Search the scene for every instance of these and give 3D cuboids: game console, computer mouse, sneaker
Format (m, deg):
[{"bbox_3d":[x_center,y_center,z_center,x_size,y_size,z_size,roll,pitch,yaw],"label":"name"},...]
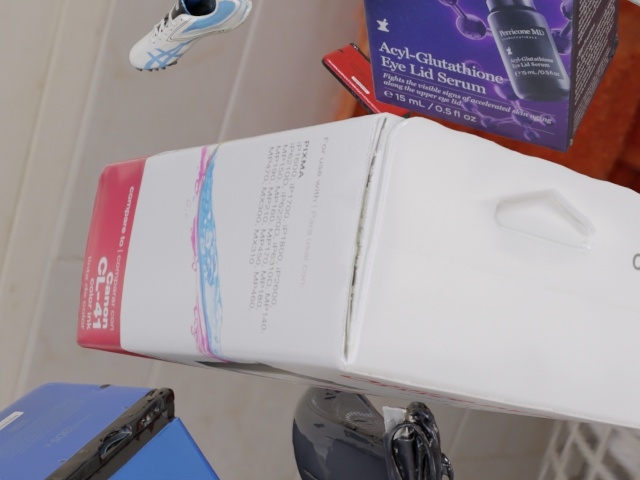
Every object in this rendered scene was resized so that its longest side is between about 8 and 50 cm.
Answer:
[{"bbox_3d":[-0.251,0.282,1.410,0.250,0.173,0.293,2,15,19],"label":"game console"},{"bbox_3d":[0.030,0.198,1.155,0.072,0.189,0.272,-16,18,-18],"label":"computer mouse"},{"bbox_3d":[-0.210,-0.332,2.014,0.086,0.237,0.085,41,41,-33],"label":"sneaker"},{"bbox_3d":[0.065,-0.220,2.008,0.144,0.085,0.124,46,41,10],"label":"game console"}]

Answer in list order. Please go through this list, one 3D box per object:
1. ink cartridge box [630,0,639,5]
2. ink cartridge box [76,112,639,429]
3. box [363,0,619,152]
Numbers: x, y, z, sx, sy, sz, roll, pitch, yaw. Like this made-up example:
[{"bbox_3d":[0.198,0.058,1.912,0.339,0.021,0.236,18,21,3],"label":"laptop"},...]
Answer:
[{"bbox_3d":[0.308,-0.323,1.340,0.175,0.127,0.072,37,24,28],"label":"ink cartridge box"},{"bbox_3d":[0.023,0.024,0.779,0.226,0.131,0.306,14,-8,-32],"label":"ink cartridge box"},{"bbox_3d":[0.115,-0.179,0.883,0.153,0.207,0.108,17,58,22],"label":"box"}]
